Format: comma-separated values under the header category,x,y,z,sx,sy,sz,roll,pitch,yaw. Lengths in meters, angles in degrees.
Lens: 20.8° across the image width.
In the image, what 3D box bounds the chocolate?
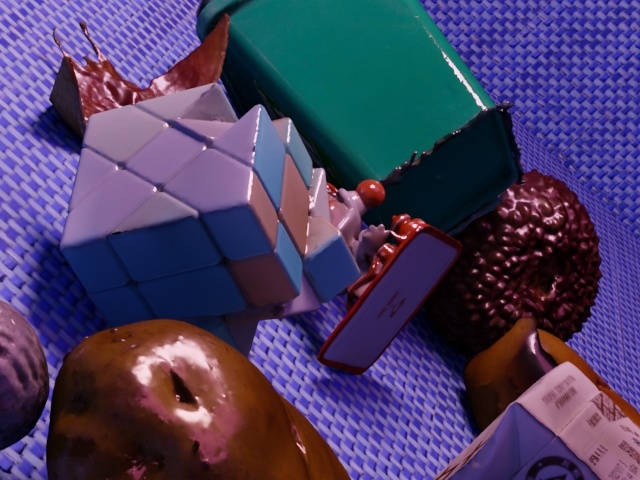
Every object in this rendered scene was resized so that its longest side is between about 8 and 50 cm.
category,x,y,z,sx,sy,sz,roll,pitch,yaw
chocolate,-0.287,0.064,1.200,0.248,0.110,0.110,34,22,-38

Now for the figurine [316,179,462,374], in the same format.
category,x,y,z,sx,sy,sz,roll,pitch,yaw
figurine,0.000,0.000,1.886,0.226,0.183,0.160,41,6,23

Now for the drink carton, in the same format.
category,x,y,z,sx,sy,sz,roll,pitch,yaw
drink carton,0.101,0.253,1.312,0.132,0.324,0.194,45,16,9

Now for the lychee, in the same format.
category,x,y,z,sx,sy,sz,roll,pitch,yaw
lychee,0.224,0.024,2.210,0.271,0.271,0.271,40,19,-17

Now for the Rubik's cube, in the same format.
category,x,y,z,sx,sy,sz,roll,pitch,yaw
Rubik's cube,-0.110,0.005,1.551,0.224,0.265,0.213,-84,156,-44

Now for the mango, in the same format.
category,x,y,z,sx,sy,sz,roll,pitch,yaw
mango,0.291,0.224,2.045,0.287,0.152,0.201,49,22,10

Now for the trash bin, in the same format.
category,x,y,z,sx,sy,sz,roll,pitch,yaw
trash bin,0.067,-0.192,2.084,0.381,0.295,0.259,52,-5,29

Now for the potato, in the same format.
category,x,y,z,sx,sy,sz,roll,pitch,yaw
potato,-0.072,0.176,1.334,0.195,0.176,0.369,20,-9,30

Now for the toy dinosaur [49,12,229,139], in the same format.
category,x,y,z,sx,sy,sz,roll,pitch,yaw
toy dinosaur,-0.199,-0.173,1.863,0.327,0.113,0.206,14,40,-50
